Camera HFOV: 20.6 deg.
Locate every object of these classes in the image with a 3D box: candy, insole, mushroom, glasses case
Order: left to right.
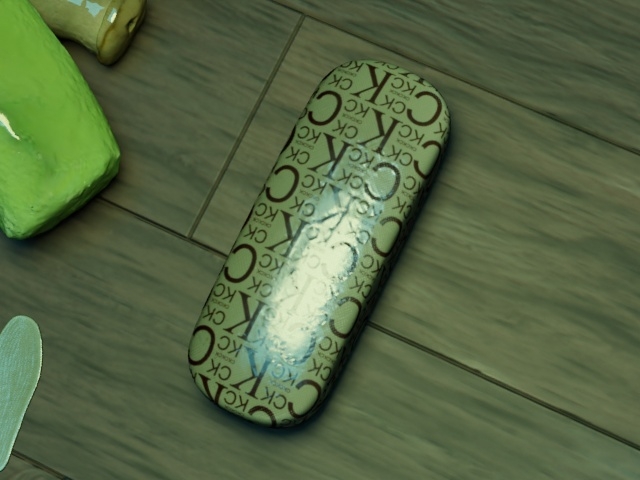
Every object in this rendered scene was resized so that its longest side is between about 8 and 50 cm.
[{"bbox_3d":[-0.325,-0.169,1.633,0.132,0.142,0.343,-34,92,37],"label":"candy"},{"bbox_3d":[-0.294,0.144,1.647,0.053,0.002,0.153,13,78,11],"label":"insole"},{"bbox_3d":[-0.279,-0.261,1.706,0.247,0.096,0.108,40,83,11],"label":"mushroom"},{"bbox_3d":[0.000,0.000,1.601,0.137,0.085,0.355,24,79,12],"label":"glasses case"}]
